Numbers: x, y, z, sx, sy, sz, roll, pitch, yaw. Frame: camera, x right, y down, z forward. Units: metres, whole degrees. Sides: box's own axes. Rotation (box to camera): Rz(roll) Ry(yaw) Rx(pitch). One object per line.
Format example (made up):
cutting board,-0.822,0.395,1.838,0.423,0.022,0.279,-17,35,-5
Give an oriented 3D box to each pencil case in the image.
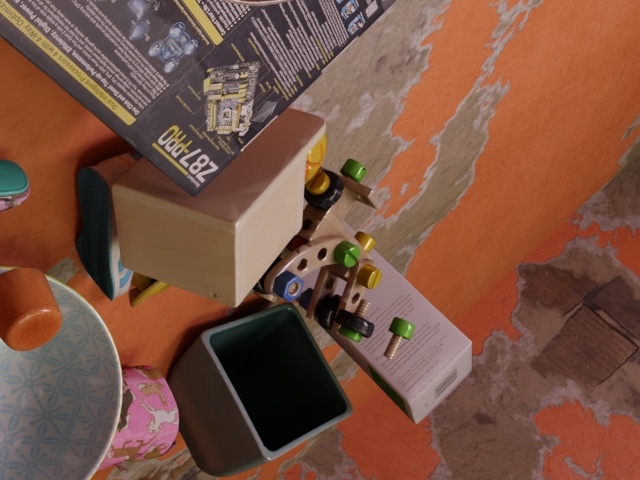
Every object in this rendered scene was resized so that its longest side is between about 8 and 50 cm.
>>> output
pencil case,-0.388,0.296,1.171,0.160,0.167,0.386,-14,175,33

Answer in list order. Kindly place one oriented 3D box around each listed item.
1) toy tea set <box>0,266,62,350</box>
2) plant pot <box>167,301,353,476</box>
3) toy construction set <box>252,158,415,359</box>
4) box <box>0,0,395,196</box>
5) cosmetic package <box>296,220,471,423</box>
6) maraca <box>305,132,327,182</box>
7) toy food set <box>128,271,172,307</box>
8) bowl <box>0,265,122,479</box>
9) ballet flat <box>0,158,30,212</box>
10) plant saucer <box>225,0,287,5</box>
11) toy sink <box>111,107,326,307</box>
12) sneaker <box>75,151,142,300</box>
toy tea set,-0.400,0.047,0.725,0.200,0.124,0.336,-45,150,2
plant pot,-0.144,0.303,1.495,0.248,0.247,0.252,-16,160,-50
toy construction set,0.000,0.000,1.235,0.258,0.309,0.237,30,82,-28
box,-0.097,-0.235,0.660,0.318,0.097,0.395,-47,156,-2
cosmetic package,0.090,0.130,1.419,0.155,0.365,0.197,-43,155,-9
maraca,-0.069,-0.105,1.098,0.186,0.099,0.127,-36,170,0
toy food set,-0.194,0.008,1.134,0.218,0.071,0.128,-35,179,-19
bowl,-0.392,0.175,0.912,0.156,0.289,0.290,-5,-167,46
ballet flat,-0.373,-0.043,0.732,0.079,0.076,0.221,-40,163,24
plant saucer,-0.010,-0.308,0.522,0.311,0.050,0.310,-35,152,-22
toy sink,-0.108,-0.053,0.933,0.234,0.153,0.131,-55,157,-46
sneaker,-0.242,-0.011,0.981,0.092,0.087,0.228,-30,155,-37
